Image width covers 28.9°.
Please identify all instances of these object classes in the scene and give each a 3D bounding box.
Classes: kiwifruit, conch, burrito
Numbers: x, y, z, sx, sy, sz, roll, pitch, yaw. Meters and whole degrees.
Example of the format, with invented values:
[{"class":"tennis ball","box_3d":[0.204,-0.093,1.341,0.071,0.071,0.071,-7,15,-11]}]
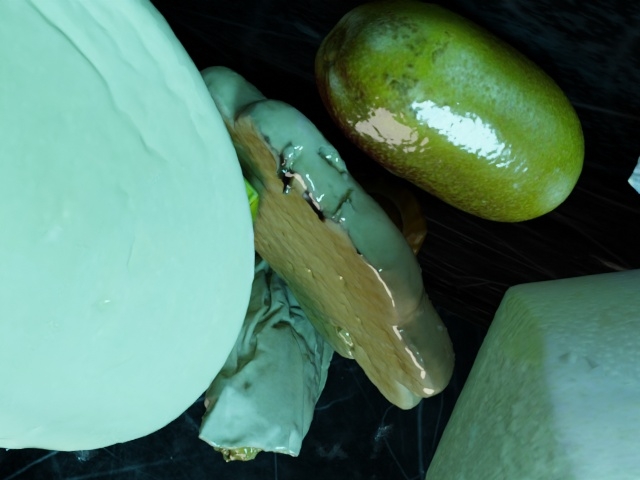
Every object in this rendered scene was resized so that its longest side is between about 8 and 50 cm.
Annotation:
[{"class":"kiwifruit","box_3d":[0.055,-0.053,0.509,0.124,0.075,0.075,31,175,-23]},{"class":"conch","box_3d":[0.041,-0.011,1.155,0.109,0.093,0.330,19,178,3]},{"class":"burrito","box_3d":[-0.027,0.063,1.152,0.117,0.076,0.392,39,-146,-18]}]

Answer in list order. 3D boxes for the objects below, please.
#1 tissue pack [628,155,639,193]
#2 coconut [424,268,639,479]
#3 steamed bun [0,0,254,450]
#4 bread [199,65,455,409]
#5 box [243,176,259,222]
[{"class":"tissue pack","box_3d":[0.175,-0.016,0.496,0.083,0.035,0.063,20,174,44]},{"class":"coconut","box_3d":[0.191,0.156,0.603,0.309,0.298,0.297,-8,171,8]},{"class":"steamed bun","box_3d":[-0.271,-0.086,0.664,0.455,0.290,0.371,26,172,-34]},{"class":"bread","box_3d":[0.000,0.000,0.961,0.316,0.054,0.316,48,166,16]},{"class":"box","box_3d":[-0.140,0.042,1.038,0.047,0.187,0.335,49,169,5]}]
